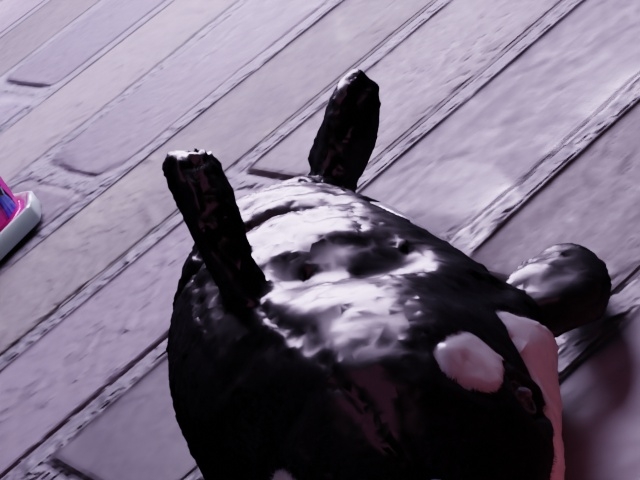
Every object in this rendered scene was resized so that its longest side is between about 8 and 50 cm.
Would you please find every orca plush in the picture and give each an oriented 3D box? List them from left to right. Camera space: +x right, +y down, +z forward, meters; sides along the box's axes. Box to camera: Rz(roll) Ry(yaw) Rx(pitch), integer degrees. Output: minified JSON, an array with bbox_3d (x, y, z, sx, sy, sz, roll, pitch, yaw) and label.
[{"bbox_3d":[0.000,0.000,0.582,0.151,0.102,0.287,-26,23,16],"label":"orca plush"}]

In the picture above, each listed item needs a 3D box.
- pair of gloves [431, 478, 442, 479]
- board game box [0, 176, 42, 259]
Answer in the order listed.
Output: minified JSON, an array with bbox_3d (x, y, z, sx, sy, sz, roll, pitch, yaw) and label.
[{"bbox_3d":[-0.014,0.087,0.376,0.198,0.023,0.159,6,20,-7],"label":"pair of gloves"},{"bbox_3d":[-0.373,0.100,0.940,0.390,0.050,0.390,-7,33,47],"label":"board game box"}]
